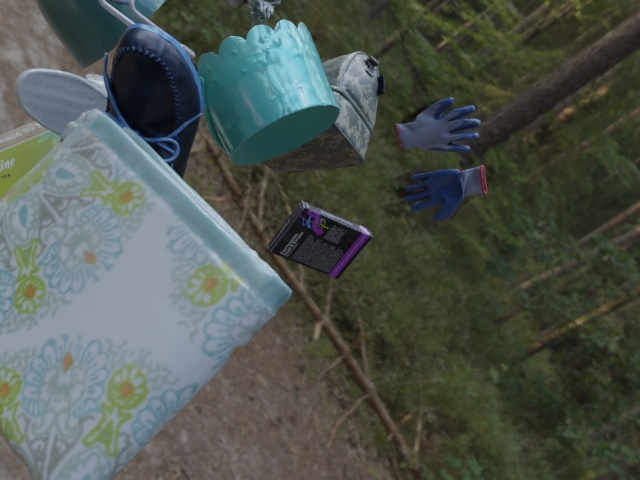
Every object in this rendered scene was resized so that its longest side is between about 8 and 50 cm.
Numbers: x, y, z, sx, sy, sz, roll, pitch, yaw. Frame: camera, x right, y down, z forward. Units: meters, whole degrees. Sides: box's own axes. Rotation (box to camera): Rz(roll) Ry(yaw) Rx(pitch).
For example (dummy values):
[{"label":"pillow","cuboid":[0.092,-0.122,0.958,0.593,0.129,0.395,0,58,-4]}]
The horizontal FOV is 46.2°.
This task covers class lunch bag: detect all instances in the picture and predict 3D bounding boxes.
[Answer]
[{"label":"lunch bag","cuboid":[-0.014,-0.323,1.834,0.212,0.305,0.255,40,56,-46]}]

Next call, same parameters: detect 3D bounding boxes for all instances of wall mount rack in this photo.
[{"label":"wall mount rack","cuboid":[-0.378,-0.510,1.528,0.350,0.131,0.303,-71,148,-77]}]

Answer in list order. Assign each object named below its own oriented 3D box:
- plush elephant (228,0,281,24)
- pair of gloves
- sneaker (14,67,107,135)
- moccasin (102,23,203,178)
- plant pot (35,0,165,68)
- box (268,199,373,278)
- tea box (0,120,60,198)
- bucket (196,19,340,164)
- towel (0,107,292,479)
[{"label":"plush elephant","cuboid":[-0.167,-0.659,1.705,0.255,0.272,0.330,50,35,-23]},{"label":"pair of gloves","cuboid":[0.202,-0.132,1.253,0.023,0.159,0.198,-11,91,-50]},{"label":"sneaker","cuboid":[-0.432,-0.248,1.340,0.169,0.108,0.293,32,12,39]},{"label":"moccasin","cuboid":[-0.232,-0.135,1.029,0.138,0.342,0.116,20,57,7]},{"label":"plant pot","cuboid":[-0.568,-0.615,1.869,0.235,0.293,0.293,50,18,-27]},{"label":"box","cuboid":[0.000,0.000,1.395,0.162,0.116,0.029,22,29,-32]},{"label":"tea box","cuboid":[-0.513,-0.004,1.449,0.323,0.220,0.329,53,-25,16]},{"label":"bucket","cuboid":[-0.107,-0.284,1.491,0.183,0.281,0.281,65,21,8]},{"label":"towel","cuboid":[-0.256,0.054,0.840,0.374,0.320,0.090,42,-3,30]}]
